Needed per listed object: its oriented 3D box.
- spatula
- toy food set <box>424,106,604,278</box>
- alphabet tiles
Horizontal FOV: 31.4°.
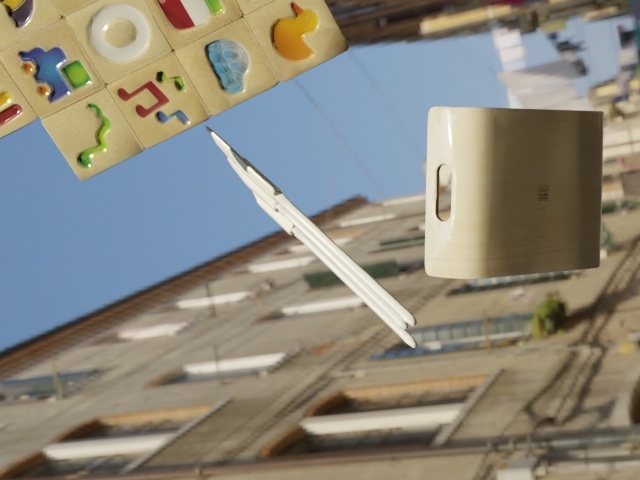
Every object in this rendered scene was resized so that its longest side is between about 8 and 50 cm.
[{"bbox_3d":[0.000,0.000,1.002,0.242,0.019,0.168,42,172,14],"label":"spatula"},{"bbox_3d":[0.268,-0.068,1.541,0.306,0.092,0.220,-4,-83,-37],"label":"toy food set"},{"bbox_3d":[-0.143,-0.204,0.781,0.285,0.342,0.011,60,-168,-25],"label":"alphabet tiles"}]
